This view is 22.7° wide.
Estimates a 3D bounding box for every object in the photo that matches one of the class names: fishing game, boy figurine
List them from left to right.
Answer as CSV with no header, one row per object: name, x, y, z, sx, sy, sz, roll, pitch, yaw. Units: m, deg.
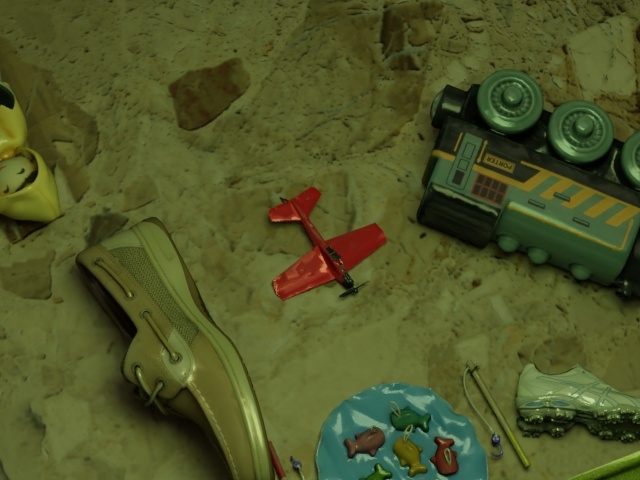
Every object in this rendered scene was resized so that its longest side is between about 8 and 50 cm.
boy figurine,-0.402,-0.109,1.754,0.177,0.092,0.285,-42,70,-17
fishing game,0.087,0.231,1.674,0.264,0.041,0.189,-16,63,-16

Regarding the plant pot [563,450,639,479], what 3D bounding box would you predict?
plant pot,0.358,0.369,1.487,0.366,0.366,0.353,-17,76,-18

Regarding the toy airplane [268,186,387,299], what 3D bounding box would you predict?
toy airplane,0.000,0.000,1.795,0.151,0.028,0.151,3,61,-6

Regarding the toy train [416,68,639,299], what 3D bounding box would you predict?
toy train,0.267,-0.059,1.817,0.334,0.142,0.190,23,72,2

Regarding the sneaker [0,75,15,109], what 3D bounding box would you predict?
sneaker,-0.467,-0.117,1.679,0.330,0.122,0.146,-34,59,15

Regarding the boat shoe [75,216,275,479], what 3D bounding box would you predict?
boat shoe,-0.151,0.131,1.655,0.110,0.122,0.341,-22,56,-15

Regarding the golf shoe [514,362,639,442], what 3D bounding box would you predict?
golf shoe,0.298,0.168,1.728,0.176,0.069,0.086,6,54,-7
